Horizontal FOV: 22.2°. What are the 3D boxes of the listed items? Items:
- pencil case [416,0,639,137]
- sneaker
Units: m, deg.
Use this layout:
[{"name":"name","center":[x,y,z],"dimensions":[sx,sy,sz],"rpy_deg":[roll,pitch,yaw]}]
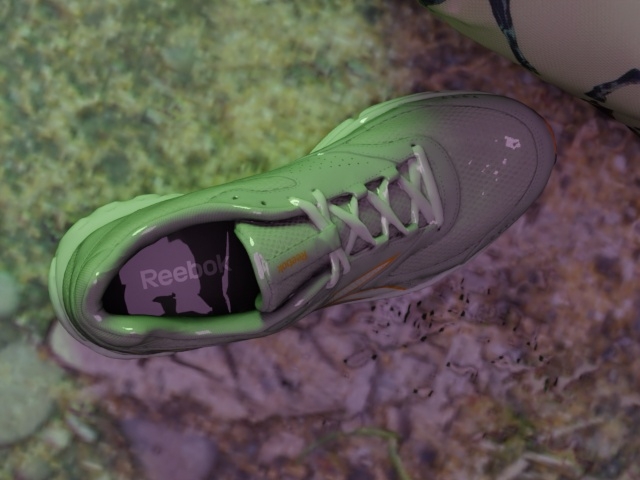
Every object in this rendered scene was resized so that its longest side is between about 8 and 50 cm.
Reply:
[{"name":"pencil case","center":[0.193,-0.111,0.773],"dimensions":[0.410,0.183,0.160],"rpy_deg":[31,88,-11]},{"name":"sneaker","center":[0.000,0.000,0.780],"dimensions":[0.262,0.121,0.099],"rpy_deg":[-22,98,-7]}]
